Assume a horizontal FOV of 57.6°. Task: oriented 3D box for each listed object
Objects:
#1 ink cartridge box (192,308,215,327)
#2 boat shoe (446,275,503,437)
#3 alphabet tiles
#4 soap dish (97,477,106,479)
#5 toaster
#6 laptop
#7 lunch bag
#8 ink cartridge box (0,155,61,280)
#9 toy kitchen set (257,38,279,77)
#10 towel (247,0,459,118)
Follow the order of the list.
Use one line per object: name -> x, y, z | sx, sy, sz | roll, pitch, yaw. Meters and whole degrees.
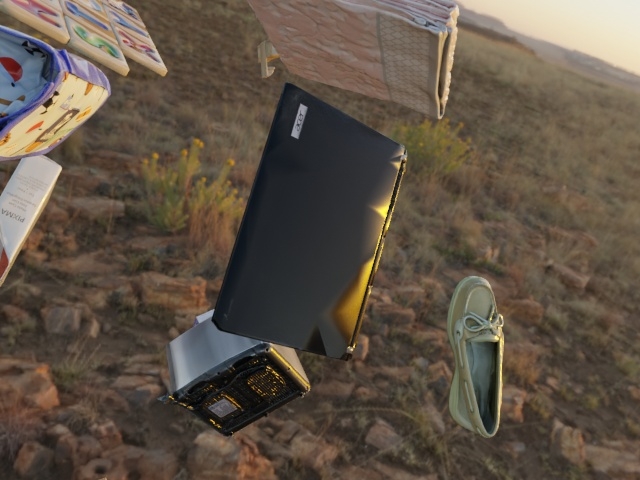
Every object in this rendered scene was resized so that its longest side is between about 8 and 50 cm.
ink cartridge box -> -0.211, 0.182, 1.435 | 0.207, 0.097, 0.046 | -22, 72, -29
boat shoe -> 0.157, 0.112, 0.573 | 0.056, 0.152, 0.048 | 6, -2, -18
alphabet tiles -> -0.310, -0.277, 0.548 | 0.343, 0.011, 0.285 | 23, 26, -43
soap dish -> -0.427, 0.584, 0.965 | 0.229, 0.118, 0.290 | -23, 52, -13
toaster -> -0.133, 0.198, 0.892 | 0.185, 0.168, 0.110 | 56, 4, -46
laptop -> 0.000, 0.000, 0.639 | 0.137, 0.234, 0.264 | 17, -7, 2
lunch bag -> -0.588, -0.252, 1.005 | 0.386, 0.238, 0.328 | -10, 10, -6
ink cartridge box -> -0.758, 0.007, 1.379 | 0.091, 0.308, 0.384 | 30, 64, -22
toy kitchen set -> -0.079, -0.364, 1.173 | 0.075, 0.068, 0.083 | -5, 8, -25
towel -> 0.051, -0.303, 0.909 | 0.317, 0.053, 0.332 | 20, -4, 13
